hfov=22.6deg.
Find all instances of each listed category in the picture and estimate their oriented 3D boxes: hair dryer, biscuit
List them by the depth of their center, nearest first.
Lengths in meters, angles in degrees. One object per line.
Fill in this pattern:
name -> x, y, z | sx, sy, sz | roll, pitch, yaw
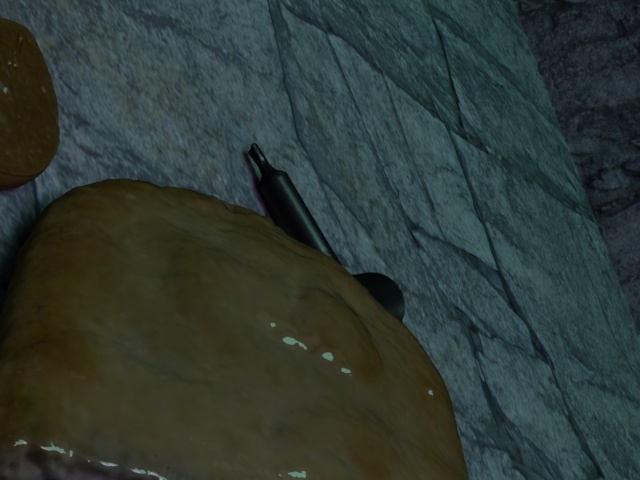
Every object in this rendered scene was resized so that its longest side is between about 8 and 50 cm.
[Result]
biscuit -> -0.046, 0.113, 1.261 | 0.429, 0.104, 0.446 | 27, 30, -16
biscuit -> -0.267, -0.112, 1.293 | 0.142, 0.029, 0.220 | 52, 24, -24
hair dryer -> 0.000, 0.000, 1.726 | 0.248, 0.078, 0.195 | 61, 20, 8
